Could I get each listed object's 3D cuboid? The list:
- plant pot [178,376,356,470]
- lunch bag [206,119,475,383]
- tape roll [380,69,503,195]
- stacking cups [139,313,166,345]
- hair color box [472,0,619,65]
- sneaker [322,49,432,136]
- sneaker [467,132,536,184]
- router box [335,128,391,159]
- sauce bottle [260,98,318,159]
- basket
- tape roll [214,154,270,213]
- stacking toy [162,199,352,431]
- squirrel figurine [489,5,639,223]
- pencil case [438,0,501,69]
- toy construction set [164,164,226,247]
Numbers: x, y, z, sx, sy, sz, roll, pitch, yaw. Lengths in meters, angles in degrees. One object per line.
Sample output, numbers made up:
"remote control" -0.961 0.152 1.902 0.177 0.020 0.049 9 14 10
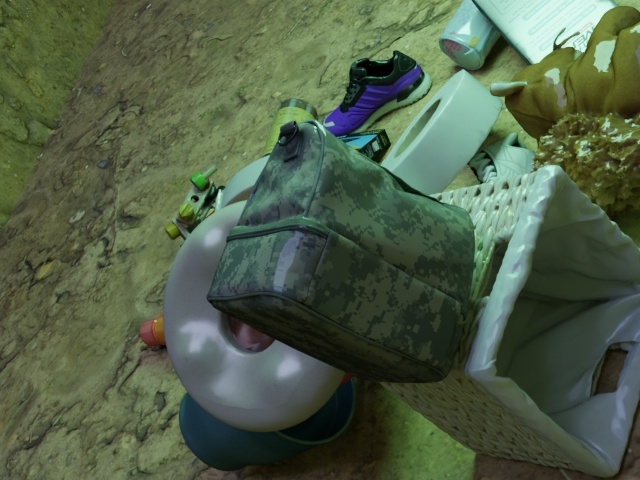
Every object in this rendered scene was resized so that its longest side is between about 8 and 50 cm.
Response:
"plant pot" -0.118 0.291 1.742 0.255 0.272 0.271 -41 31 39
"lunch bag" 0.045 0.018 1.203 0.212 0.305 0.256 -7 59 56
"tape roll" 0.225 -0.190 1.859 0.286 0.100 0.286 -52 7 9
"stacking cups" -0.302 0.192 2.179 0.316 0.096 0.096 -18 44 39
"hair color box" 0.445 -0.447 1.874 0.185 0.113 0.374 -39 50 13
"sneaker" 0.100 -0.350 2.224 0.293 0.146 0.102 -29 38 26
"sneaker" 0.359 -0.104 1.727 0.118 0.110 0.292 -32 36 8
"router box" 0.053 -0.197 2.171 0.179 0.046 0.133 -3 30 47
"sauce bottle" -0.091 -0.187 2.311 0.111 0.111 0.344 -16 47 39
"basket" 0.284 0.122 1.384 0.266 0.331 0.328 -7 52 51
"tape roll" -0.007 -0.009 1.780 0.392 0.392 0.072 -25 41 31
"stacking toy" 0.003 0.119 1.606 0.351 0.480 0.350 -2 87 31
"squirrel figurine" 0.449 -0.203 1.555 0.370 0.281 0.397 0 60 45
"pencil case" 0.375 -0.507 2.102 0.124 0.113 0.273 28 78 42
"toy construction set" -0.278 0.007 2.200 0.237 0.257 0.309 -43 9 -13
